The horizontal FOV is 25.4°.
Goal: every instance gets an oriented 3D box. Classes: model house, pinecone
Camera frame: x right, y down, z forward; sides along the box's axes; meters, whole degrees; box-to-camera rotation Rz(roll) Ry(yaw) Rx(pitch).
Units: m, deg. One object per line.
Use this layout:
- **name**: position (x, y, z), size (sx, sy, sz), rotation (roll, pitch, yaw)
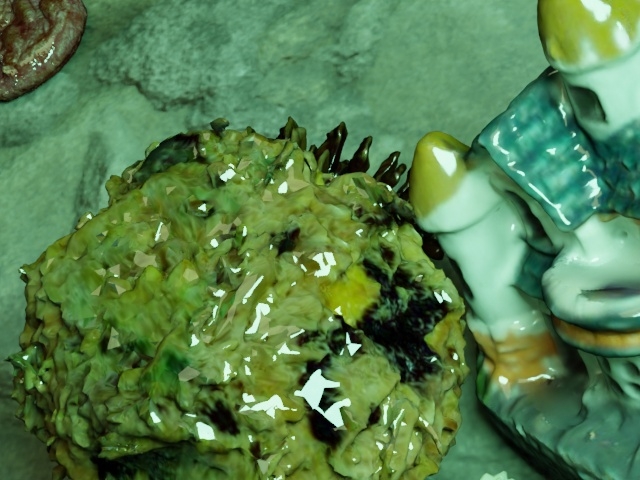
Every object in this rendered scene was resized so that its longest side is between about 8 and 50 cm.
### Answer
- **model house**: position (0.159, -0.012, 0.783), size (0.190, 0.301, 0.271), rotation (-39, 29, -12)
- **pinecone**: position (0.006, -0.004, 0.975), size (0.165, 0.163, 0.163), rotation (4, 57, 12)

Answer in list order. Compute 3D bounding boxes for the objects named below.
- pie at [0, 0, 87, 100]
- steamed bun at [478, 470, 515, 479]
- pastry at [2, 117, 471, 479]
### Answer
- **pie**: position (-0.287, -0.188, 1.318), size (0.154, 0.036, 0.154), rotation (-13, 52, 17)
- **steamed bun**: position (0.044, 0.274, 0.716), size (0.290, 0.273, 0.272), rotation (-39, 6, -10)
- **pastry**: position (-0.049, 0.057, 0.794), size (0.274, 0.193, 0.275), rotation (-5, 74, 18)
